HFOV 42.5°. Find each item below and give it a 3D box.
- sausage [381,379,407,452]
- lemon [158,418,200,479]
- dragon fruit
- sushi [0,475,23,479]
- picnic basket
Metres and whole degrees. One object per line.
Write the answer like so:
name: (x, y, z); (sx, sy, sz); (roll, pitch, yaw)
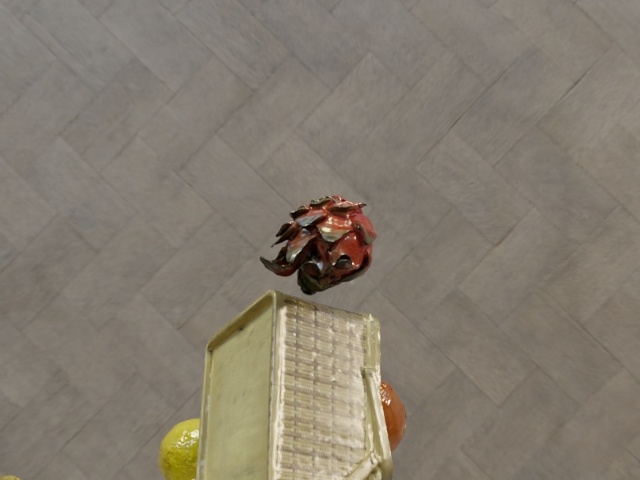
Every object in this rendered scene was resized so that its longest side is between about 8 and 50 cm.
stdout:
sausage: (0.003, 0.302, 1.288); (0.267, 0.153, 0.141); (-28, 59, 13)
lemon: (-0.183, 0.317, 1.209); (0.109, 0.133, 0.109); (1, 87, -9)
dragon fruit: (0.006, 0.003, 1.023); (0.121, 0.130, 0.142); (34, 64, 14)
sushi: (-0.394, 0.426, 1.077); (0.139, 0.274, 0.184); (40, 73, -38)
picnic basket: (-0.038, 0.254, 1.062); (0.175, 0.228, 0.313); (17, 57, -26)
